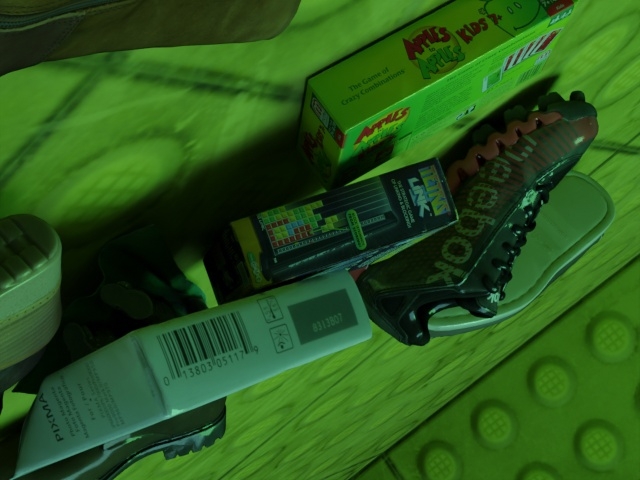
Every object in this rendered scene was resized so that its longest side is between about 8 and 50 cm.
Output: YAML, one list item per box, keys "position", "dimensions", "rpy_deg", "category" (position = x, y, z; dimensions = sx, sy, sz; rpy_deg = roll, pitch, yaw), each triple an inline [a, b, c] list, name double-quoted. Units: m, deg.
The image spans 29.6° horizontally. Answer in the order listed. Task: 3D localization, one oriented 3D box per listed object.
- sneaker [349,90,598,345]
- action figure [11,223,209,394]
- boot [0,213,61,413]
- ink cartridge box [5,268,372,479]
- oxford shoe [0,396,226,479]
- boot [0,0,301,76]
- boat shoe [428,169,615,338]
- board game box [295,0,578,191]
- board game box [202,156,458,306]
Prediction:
- position: [0.141, -0.011, 1.047]
  dimensions: [0.276, 0.135, 0.097]
  rpy_deg: [-39, 162, 7]
  category: "sneaker"
- position: [-0.121, 0.066, 0.865]
  dimensions: [0.137, 0.063, 0.232]
  rpy_deg: [-46, 168, 1]
  category: "action figure"
- position: [-0.246, 0.093, 0.622]
  dimensions: [0.248, 0.090, 0.207]
  rpy_deg: [-27, 161, -40]
  category: "boot"
- position: [-0.110, 0.092, 0.776]
  dimensions: [0.232, 0.066, 0.189]
  rpy_deg: [-21, 177, 40]
  category: "ink cartridge box"
- position: [-0.175, 0.141, 0.977]
  dimensions: [0.227, 0.083, 0.096]
  rpy_deg: [-21, 137, -36]
  category: "oxford shoe"
- position: [-0.034, -0.133, 0.395]
  dimensions: [0.280, 0.096, 0.264]
  rpy_deg: [-19, 157, -47]
  category: "boot"
- position: [0.190, 0.028, 1.304]
  dimensions: [0.324, 0.116, 0.096]
  rpy_deg: [-31, 162, -37]
  category: "boat shoe"
- position: [0.073, -0.107, 0.789]
  dimensions: [0.181, 0.043, 0.092]
  rpy_deg: [-31, 164, -17]
  category: "board game box"
- position: [0.000, 0.000, 0.825]
  dimensions: [0.141, 0.048, 0.170]
  rpy_deg: [-20, 176, -14]
  category: "board game box"
